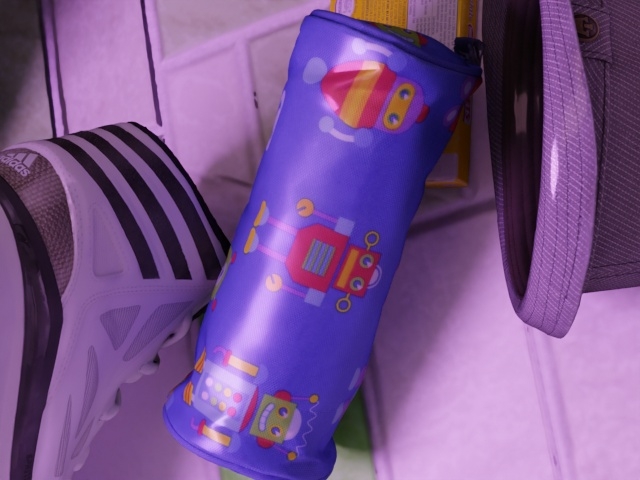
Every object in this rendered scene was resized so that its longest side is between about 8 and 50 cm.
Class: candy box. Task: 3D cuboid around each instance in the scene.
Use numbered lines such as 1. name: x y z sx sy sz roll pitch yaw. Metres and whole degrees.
1. candy box: 0.054 -0.136 1.121 0.105 0.027 0.206 -1 79 27

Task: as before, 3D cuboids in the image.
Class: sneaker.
1. sneaker: -0.164 0.119 1.118 0.169 0.257 0.447 39 133 32

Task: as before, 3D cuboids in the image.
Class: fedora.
1. fedora: 0.170 -0.077 0.958 0.124 0.244 0.275 -1 50 -2

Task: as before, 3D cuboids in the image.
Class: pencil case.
1. pencil case: 0.000 0.000 1.048 0.119 0.133 0.306 19 100 -8
